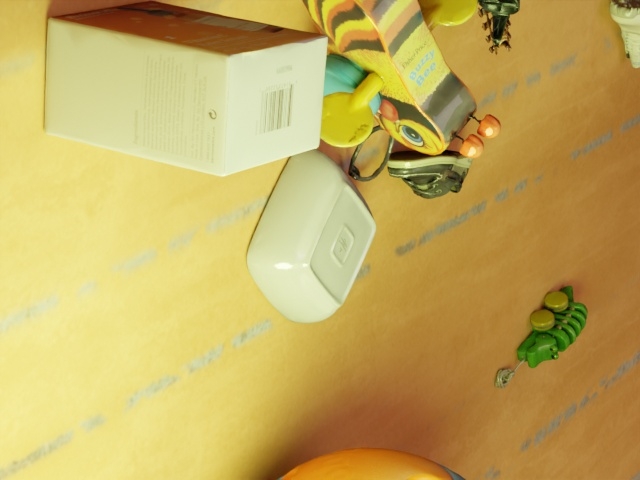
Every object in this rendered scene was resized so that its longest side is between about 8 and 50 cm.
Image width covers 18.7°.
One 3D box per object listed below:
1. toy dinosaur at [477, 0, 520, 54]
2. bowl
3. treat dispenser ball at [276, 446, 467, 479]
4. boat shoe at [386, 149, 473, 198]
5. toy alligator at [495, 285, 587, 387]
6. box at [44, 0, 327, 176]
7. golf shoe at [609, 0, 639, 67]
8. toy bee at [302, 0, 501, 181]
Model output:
[{"bbox_3d":[0.146,-0.306,1.838,0.322,0.164,0.218,47,42,-31],"label":"toy dinosaur"},{"bbox_3d":[0.000,0.000,1.792,0.142,0.053,0.142,-65,149,-19],"label":"bowl"},{"bbox_3d":[0.046,0.332,1.761,0.288,0.288,0.288,-30,126,-52],"label":"treat dispenser ball"},{"bbox_3d":[0.113,-0.066,1.952,0.152,0.056,0.049,-6,101,-59],"label":"boat shoe"},{"bbox_3d":[0.271,0.118,2.296,0.190,0.051,0.056,-48,139,-40],"label":"toy alligator"},{"bbox_3d":[-0.101,-0.117,1.455,0.130,0.170,0.091,-22,121,-55],"label":"box"},{"bbox_3d":[0.394,-0.249,2.350,0.176,0.069,0.086,1,107,-58],"label":"golf shoe"},{"bbox_3d":[0.085,-0.148,1.725,0.195,0.162,0.298,-62,148,-4],"label":"toy bee"}]
